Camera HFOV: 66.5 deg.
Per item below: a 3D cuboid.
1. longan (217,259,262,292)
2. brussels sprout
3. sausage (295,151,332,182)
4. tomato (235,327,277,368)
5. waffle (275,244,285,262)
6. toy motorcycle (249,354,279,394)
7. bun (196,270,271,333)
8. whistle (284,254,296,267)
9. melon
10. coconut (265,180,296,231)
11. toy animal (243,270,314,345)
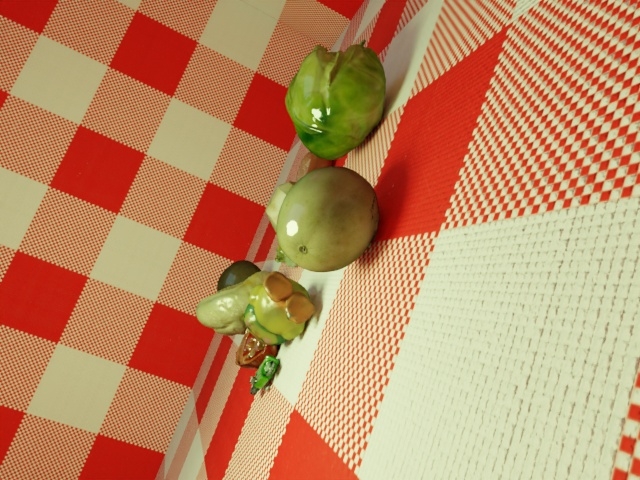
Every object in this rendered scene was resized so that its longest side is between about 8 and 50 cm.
[{"bbox_3d":[-0.392,0.250,2.463,0.300,0.243,0.301,39,136,52],"label":"longan"},{"bbox_3d":[0.044,-0.487,1.782,0.425,0.342,0.361,-39,29,62],"label":"brussels sprout"},{"bbox_3d":[-0.031,-0.287,2.172,0.148,0.148,0.255,170,119,-74],"label":"sausage"},{"bbox_3d":[-0.220,0.397,1.858,0.228,0.101,0.228,-42,27,28],"label":"tomato"},{"bbox_3d":[-0.135,-0.040,2.305,0.317,0.073,0.298,143,146,-68],"label":"waffle"},{"bbox_3d":[-0.198,0.466,1.722,0.190,0.074,0.106,-55,11,37],"label":"toy motorcycle"},{"bbox_3d":[-0.334,0.284,2.061,0.365,0.219,0.365,-27,-3,-2],"label":"bun"},{"bbox_3d":[-0.092,0.036,2.030,0.258,0.067,0.126,-37,33,59],"label":"whistle"},{"bbox_3d":[0.029,-0.063,1.324,0.330,0.268,0.268,-49,-4,-48],"label":"melon"},{"bbox_3d":[-0.114,-0.119,2.040,0.241,0.241,0.241,-59,16,28],"label":"coconut"},{"bbox_3d":[-0.135,0.229,1.637,0.191,0.216,0.338,-43,-7,-37],"label":"toy animal"}]
